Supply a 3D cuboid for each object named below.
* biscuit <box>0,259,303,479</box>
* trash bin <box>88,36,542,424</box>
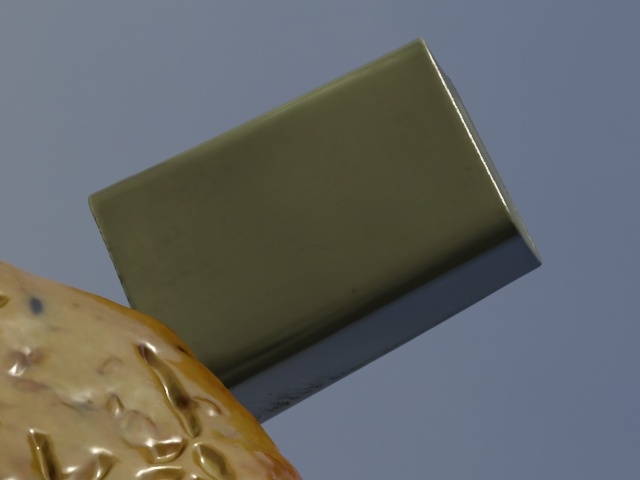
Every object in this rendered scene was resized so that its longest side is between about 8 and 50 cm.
[{"bbox_3d":[-0.167,0.117,0.881,0.359,0.359,0.046,54,-47,37],"label":"biscuit"},{"bbox_3d":[0.000,0.000,1.134,0.164,0.241,0.122,67,10,21],"label":"trash bin"}]
